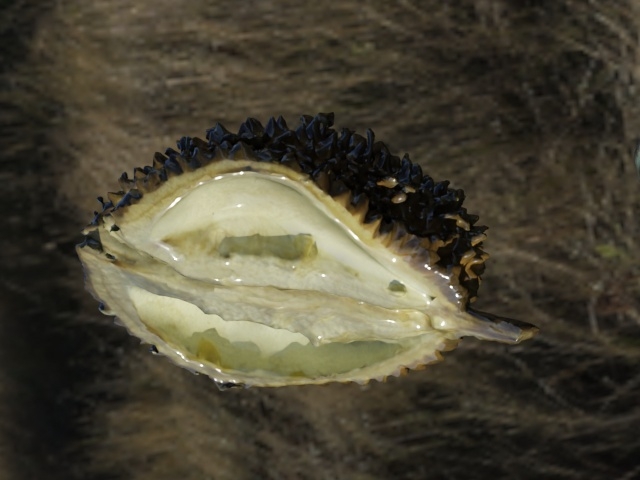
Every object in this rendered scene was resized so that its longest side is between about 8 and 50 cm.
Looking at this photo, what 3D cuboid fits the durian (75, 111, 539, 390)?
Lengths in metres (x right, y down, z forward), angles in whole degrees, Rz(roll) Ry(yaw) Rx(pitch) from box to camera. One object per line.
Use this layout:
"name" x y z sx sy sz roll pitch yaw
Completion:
"durian" 0.000 -0.003 0.447 0.110 0.140 0.071 96 -174 -56

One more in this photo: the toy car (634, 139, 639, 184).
"toy car" 0.120 -0.011 0.394 0.056 0.205 0.095 -18 98 24
